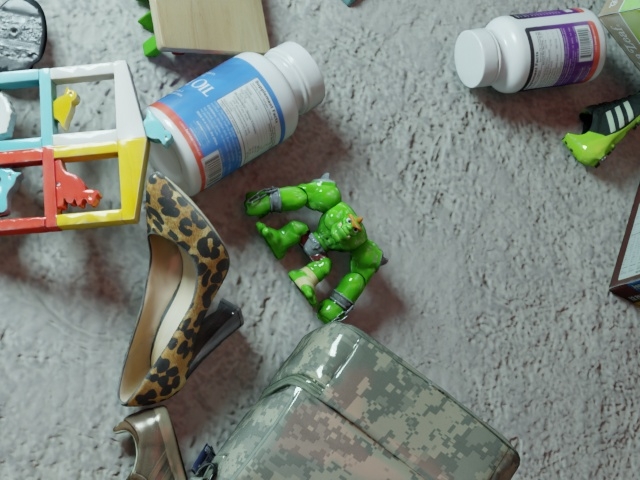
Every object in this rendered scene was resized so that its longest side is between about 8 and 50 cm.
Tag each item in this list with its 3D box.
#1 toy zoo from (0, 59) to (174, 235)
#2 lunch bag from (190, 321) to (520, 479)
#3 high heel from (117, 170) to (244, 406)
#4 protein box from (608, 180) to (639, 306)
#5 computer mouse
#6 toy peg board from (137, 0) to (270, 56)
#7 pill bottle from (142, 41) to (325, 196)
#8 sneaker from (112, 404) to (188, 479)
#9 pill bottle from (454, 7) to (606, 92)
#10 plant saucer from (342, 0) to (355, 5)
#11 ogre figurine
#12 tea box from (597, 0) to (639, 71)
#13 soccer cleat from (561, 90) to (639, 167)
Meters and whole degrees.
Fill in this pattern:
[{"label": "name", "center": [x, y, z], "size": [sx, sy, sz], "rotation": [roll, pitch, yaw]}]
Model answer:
[{"label": "toy zoo", "center": [-0.317, -0.105, 1.455], "size": [0.293, 0.030, 0.192], "rotation": [-5, 80, 3]}, {"label": "lunch bag", "center": [0.034, 0.277, 1.466], "size": [0.305, 0.212, 0.256], "rotation": [39, 67, -8]}, {"label": "high heel", "center": [-0.192, 0.064, 1.440], "size": [0.186, 0.093, 0.261], "rotation": [-42, 132, -28]}, {"label": "protein box", "center": [0.547, 0.011, 1.766], "size": [0.200, 0.136, 0.201], "rotation": [26, 70, -14]}, {"label": "computer mouse", "center": [-0.380, -0.179, 1.511], "size": [0.071, 0.041, 0.242], "rotation": [13, 80, 0]}, {"label": "toy peg board", "center": [-0.164, -0.307, 1.610], "size": [0.161, 0.079, 0.161], "rotation": [-4, 79, -38]}, {"label": "pill bottle", "center": [-0.106, -0.158, 1.561], "size": [0.221, 0.124, 0.124], "rotation": [-34, 91, -25]}, {"label": "sneaker", "center": [-0.189, 0.291, 1.469], "size": [0.071, 0.066, 0.188], "rotation": [-15, 78, -7]}, {"label": "pill bottle", "center": [0.289, -0.262, 1.745], "size": [0.194, 0.108, 0.108], "rotation": [-10, 82, -22]}, {"label": "plant saucer", "center": [-0.005, -0.411, 1.716], "size": [0.192, 0.018, 0.067], "rotation": [46, 67, -7]}, {"label": "ogre figurine", "center": [0.000, 0.000, 1.587], "size": [0.118, 0.097, 0.197], "rotation": [-35, 76, -6]}, {"label": "tea box", "center": [0.623, -0.297, 1.719], "size": [0.329, 0.324, 0.220], "rotation": [43, 64, -30]}, {"label": "soccer cleat", "center": [0.421, -0.179, 1.806], "size": [0.072, 0.060, 0.179], "rotation": [45, 66, 7]}]
